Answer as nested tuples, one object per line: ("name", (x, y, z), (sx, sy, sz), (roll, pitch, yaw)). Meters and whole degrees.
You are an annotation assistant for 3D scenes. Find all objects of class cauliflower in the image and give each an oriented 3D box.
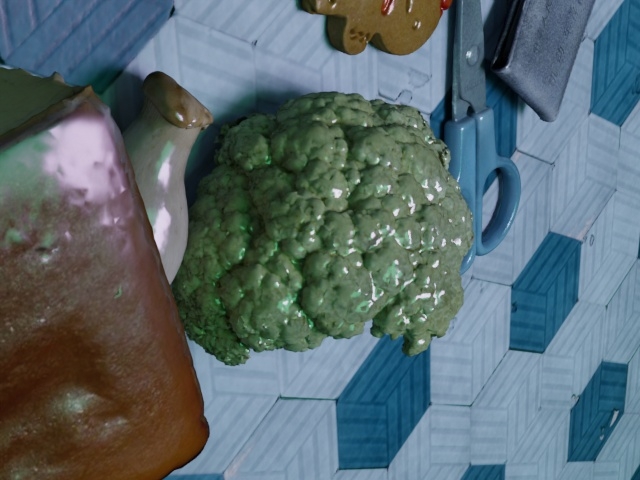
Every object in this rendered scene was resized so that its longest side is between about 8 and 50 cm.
("cauliflower", (0.000, 0.000, 1.144), (0.250, 0.275, 0.272), (121, -25, -59))

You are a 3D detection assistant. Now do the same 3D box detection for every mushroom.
("mushroom", (-0.144, -0.030, 1.012), (0.097, 0.088, 0.212), (14, 95, -52))

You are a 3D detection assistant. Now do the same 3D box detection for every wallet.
("wallet", (0.266, -0.265, 1.438), (0.167, 0.036, 0.222), (31, 74, -55))

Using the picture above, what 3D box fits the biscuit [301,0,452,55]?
("biscuit", (0.065, -0.253, 1.211), (0.225, 0.036, 0.166), (18, 91, -54))

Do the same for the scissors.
("scissors", (0.165, -0.168, 1.381), (0.193, 0.029, 0.447), (-32, 129, -40))

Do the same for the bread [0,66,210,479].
("bread", (-0.260, 0.087, 0.840), (0.324, 0.143, 0.333), (-32, 130, -24))
